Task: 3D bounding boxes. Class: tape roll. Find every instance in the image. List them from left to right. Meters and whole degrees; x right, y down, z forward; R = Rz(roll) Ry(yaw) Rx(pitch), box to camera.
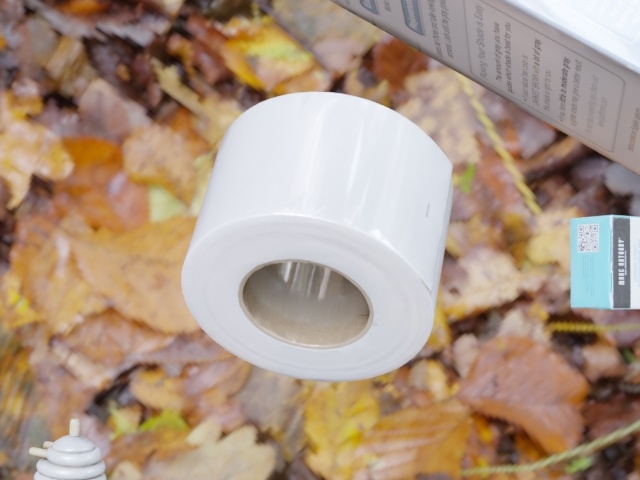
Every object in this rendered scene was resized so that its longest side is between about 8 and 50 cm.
[{"bbox_3d":[0.000,0.000,1.485,0.246,0.246,0.169,28,47,-15],"label":"tape roll"}]

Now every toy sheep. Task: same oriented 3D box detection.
[{"bbox_3d":[-0.289,0.269,1.757,0.091,0.091,0.132,-5,103,-36],"label":"toy sheep"}]

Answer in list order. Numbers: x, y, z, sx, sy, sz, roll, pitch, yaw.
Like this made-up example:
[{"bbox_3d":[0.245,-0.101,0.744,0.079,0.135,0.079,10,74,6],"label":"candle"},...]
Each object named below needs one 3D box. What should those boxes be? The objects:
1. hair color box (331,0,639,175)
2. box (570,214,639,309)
[{"bbox_3d":[0.107,-0.183,0.972,0.374,0.185,0.113,31,82,14],"label":"hair color box"},{"bbox_3d":[0.379,0.026,1.687,0.244,0.060,0.100,2,87,-38],"label":"box"}]
